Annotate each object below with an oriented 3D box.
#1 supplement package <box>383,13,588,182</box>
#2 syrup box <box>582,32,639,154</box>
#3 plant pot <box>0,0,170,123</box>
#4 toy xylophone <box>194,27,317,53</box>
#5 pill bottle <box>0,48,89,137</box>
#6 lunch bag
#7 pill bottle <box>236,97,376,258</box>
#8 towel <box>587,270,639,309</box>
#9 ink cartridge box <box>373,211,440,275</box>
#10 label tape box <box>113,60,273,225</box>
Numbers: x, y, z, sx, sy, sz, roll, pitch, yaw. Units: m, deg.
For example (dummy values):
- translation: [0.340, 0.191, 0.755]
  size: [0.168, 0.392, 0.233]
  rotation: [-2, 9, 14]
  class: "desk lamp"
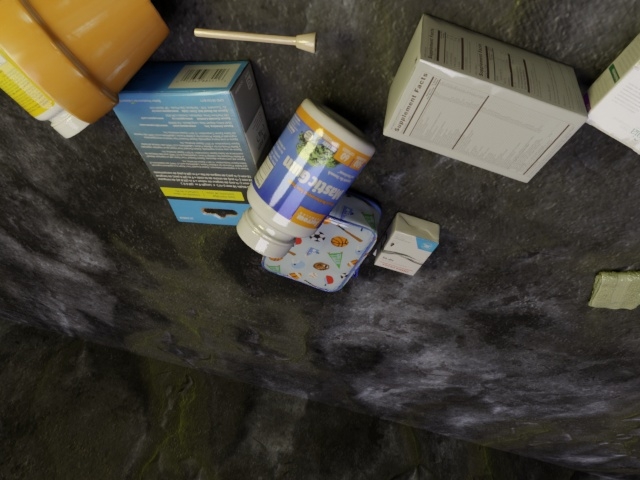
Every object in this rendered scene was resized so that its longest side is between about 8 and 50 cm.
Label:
- translation: [0.237, -0.211, 0.642]
  size: [0.245, 0.133, 0.139]
  rotation: [18, 143, -5]
  class: "supplement package"
- translation: [0.455, -0.238, 0.533]
  size: [0.093, 0.096, 0.236]
  rotation: [32, 134, 2]
  class: "syrup box"
- translation: [-0.340, -0.312, 0.628]
  size: [0.188, 0.205, 0.205]
  rotation: [-37, 131, -2]
  class: "plant pot"
- translation: [-0.093, -0.387, 0.564]
  size: [0.323, 0.081, 0.236]
  rotation: [13, 143, 1]
  class: "toy xylophone"
- translation: [-0.518, -0.299, 0.781]
  size: [0.119, 0.119, 0.208]
  rotation: [-11, 136, 29]
  class: "pill bottle"
- translation: [0.000, 0.000, 1.008]
  size: [0.244, 0.114, 0.303]
  rotation: [18, 142, -9]
  class: "lunch bag"
- translation: [-0.037, -0.102, 0.772]
  size: [0.153, 0.152, 0.272]
  rotation: [29, 112, -19]
  class: "pill bottle"
- translation: [0.706, 0.120, 1.006]
  size: [0.110, 0.027, 0.148]
  rotation: [-3, 140, 19]
  class: "towel"
- translation: [0.197, 0.022, 1.013]
  size: [0.105, 0.060, 0.180]
  rotation: [16, 143, -4]
  class: "ink cartridge box"
- translation: [-0.225, -0.178, 0.853]
  size: [0.241, 0.105, 0.333]
  rotation: [5, 142, 13]
  class: "label tape box"
